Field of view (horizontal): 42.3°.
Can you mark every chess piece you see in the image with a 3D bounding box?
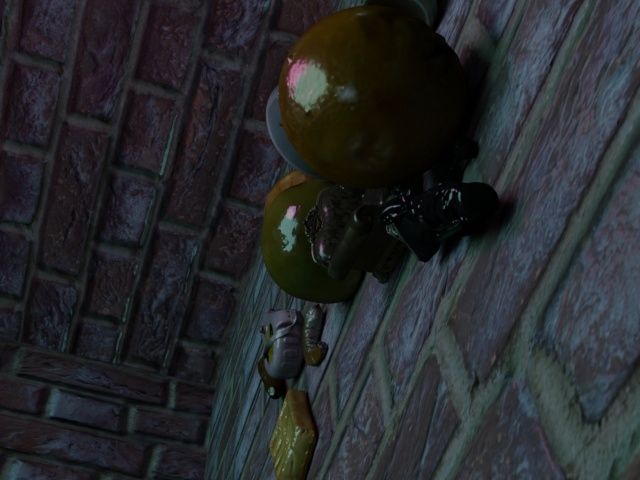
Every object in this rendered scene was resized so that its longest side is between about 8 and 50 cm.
[{"bbox_3d":[0.210,-0.592,1.834,0.298,0.176,0.176,-65,5,-27],"label":"chess piece"}]

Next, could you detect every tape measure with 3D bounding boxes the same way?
[{"bbox_3d":[-0.103,0.283,2.282,0.236,0.120,0.197,159,114,-73],"label":"tape measure"}]

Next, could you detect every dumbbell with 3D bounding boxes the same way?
[{"bbox_3d":[0.221,-0.128,1.336,0.083,0.036,0.040,115,166,-45],"label":"dumbbell"}]

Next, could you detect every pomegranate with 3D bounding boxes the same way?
[{"bbox_3d":[-0.039,-0.072,2.167,0.248,0.248,0.248,-165,90,-80],"label":"pomegranate"}]

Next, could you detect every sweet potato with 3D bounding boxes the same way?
[{"bbox_3d":[-0.143,0.413,2.457,0.273,0.075,0.075,-120,45,-72],"label":"sweet potato"}]

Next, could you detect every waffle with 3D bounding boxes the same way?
[{"bbox_3d":[-0.068,0.476,1.980,0.274,0.057,0.168,-123,49,-77],"label":"waffle"}]

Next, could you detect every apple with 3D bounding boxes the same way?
[{"bbox_3d":[-0.018,-0.011,1.911,0.258,0.233,0.295,146,138,-77],"label":"apple"}]

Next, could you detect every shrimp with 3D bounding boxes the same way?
[{"bbox_3d":[-0.011,0.233,2.063,0.166,0.049,0.161,154,128,-75],"label":"shrimp"}]

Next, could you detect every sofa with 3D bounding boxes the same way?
[{"bbox_3d":[0.080,-0.072,1.611,0.200,0.182,0.258,118,164,-49],"label":"sofa"}]

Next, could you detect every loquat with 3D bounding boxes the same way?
[{"bbox_3d":[0.089,-0.248,1.431,0.328,0.328,0.328,-165,90,-80],"label":"loquat"}]

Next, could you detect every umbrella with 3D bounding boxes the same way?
[{"bbox_3d":[0.171,-0.038,1.267,0.106,0.113,0.358,-54,8,-8],"label":"umbrella"}]

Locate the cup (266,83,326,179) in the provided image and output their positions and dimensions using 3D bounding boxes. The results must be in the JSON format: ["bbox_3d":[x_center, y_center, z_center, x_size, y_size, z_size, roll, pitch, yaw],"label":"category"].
[{"bbox_3d":[0.087,-0.321,1.795,0.357,0.259,0.274,-37,3,-29],"label":"cup"}]
